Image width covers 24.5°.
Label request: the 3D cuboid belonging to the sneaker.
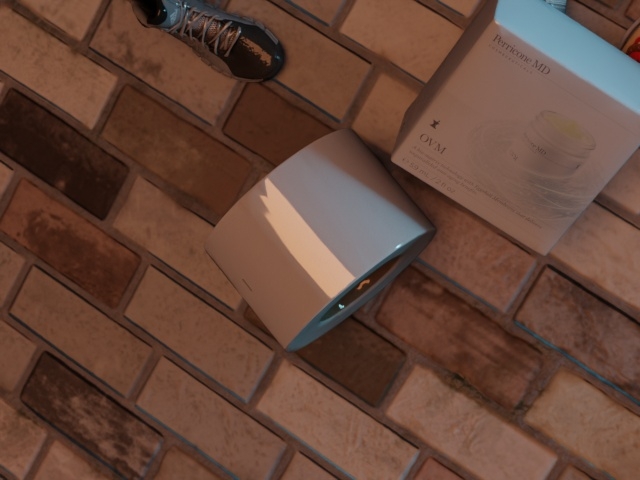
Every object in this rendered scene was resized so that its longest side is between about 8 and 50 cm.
[{"bbox_3d":[-0.165,-0.276,1.935,0.228,0.132,0.086,30,103,16],"label":"sneaker"}]

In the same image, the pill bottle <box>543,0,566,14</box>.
[{"bbox_3d":[0.260,-0.251,1.811,0.078,0.078,0.137,6,96,19],"label":"pill bottle"}]

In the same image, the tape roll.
[{"bbox_3d":[0.000,0.000,1.838,0.246,0.246,0.169,-42,80,18],"label":"tape roll"}]

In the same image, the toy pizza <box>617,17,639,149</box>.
[{"bbox_3d":[0.428,-0.181,1.742,0.201,0.032,0.201,13,111,39],"label":"toy pizza"}]

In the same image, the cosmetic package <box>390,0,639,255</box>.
[{"bbox_3d":[0.240,-0.144,1.730,0.224,0.138,0.225,31,122,-7],"label":"cosmetic package"}]
